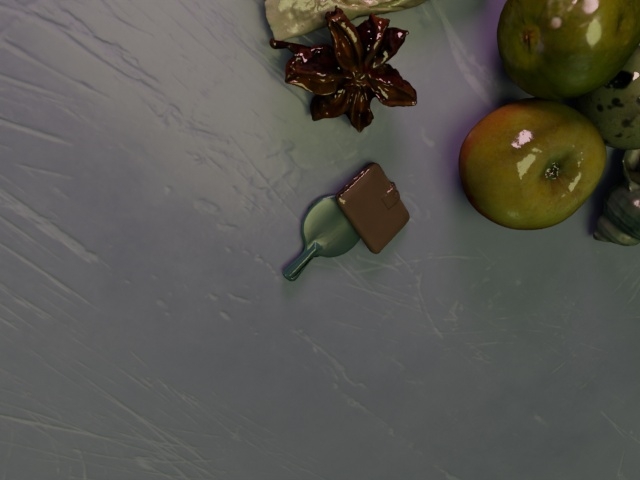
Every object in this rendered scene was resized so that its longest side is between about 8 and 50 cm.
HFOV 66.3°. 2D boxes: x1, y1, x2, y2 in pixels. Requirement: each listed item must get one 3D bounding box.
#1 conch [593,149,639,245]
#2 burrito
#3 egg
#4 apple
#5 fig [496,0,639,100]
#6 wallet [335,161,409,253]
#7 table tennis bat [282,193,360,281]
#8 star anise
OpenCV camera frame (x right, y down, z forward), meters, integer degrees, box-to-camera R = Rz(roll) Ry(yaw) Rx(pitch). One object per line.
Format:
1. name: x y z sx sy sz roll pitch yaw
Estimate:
1. conch: 0.682 -0.088 1.004 0.220 0.195 0.277 41 125 8
2. burrito: 0.096 -0.417 0.770 0.392 0.076 0.117 -18 114 -5
3. egg: 0.576 -0.253 0.902 0.228 0.177 0.177 17 108 -41
4. apple: 0.382 -0.135 0.891 0.261 0.194 0.260 -4 112 -10
5. fig: 0.437 -0.343 0.815 0.314 0.233 0.233 -2 115 -39
6. wallet: 0.102 -0.062 0.929 0.118 0.039 0.152 -42 119 -11
7. table tennis bat: 0.000 0.000 0.945 0.124 0.033 0.201 39 96 -23
8. star anise: 0.054 -0.279 0.787 0.190 0.125 0.220 -12 142 22
